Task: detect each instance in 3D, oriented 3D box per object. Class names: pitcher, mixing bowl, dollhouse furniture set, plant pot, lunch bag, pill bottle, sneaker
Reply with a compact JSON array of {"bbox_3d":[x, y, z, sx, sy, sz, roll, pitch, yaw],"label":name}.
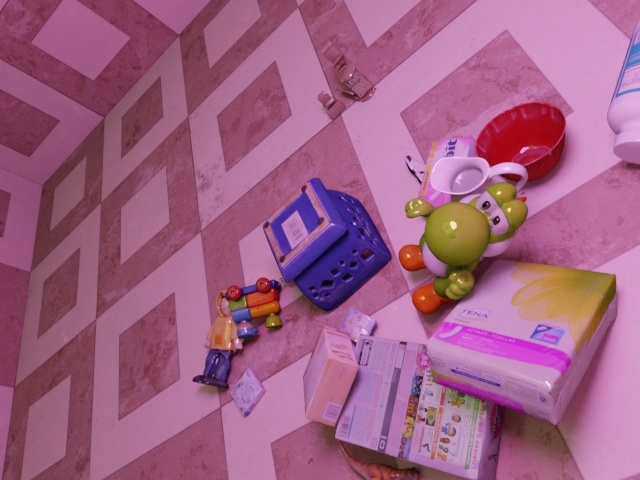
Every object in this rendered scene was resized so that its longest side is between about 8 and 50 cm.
[{"bbox_3d":[0.342,-0.091,1.071,0.178,0.207,0.125,0,66,38],"label":"pitcher"},{"bbox_3d":[0.429,-0.190,1.111,0.182,0.098,0.181,-24,43,25],"label":"mixing bowl"},{"bbox_3d":[0.041,-0.456,1.564,0.161,0.182,0.101,-44,46,17],"label":"dollhouse furniture set"},{"bbox_3d":[0.000,0.000,1.339,0.236,0.212,0.236,-41,47,16],"label":"plant pot"},{"bbox_3d":[0.093,0.207,1.264,0.083,0.053,0.071,16,78,56],"label":"lunch bag"},{"bbox_3d":[0.614,-0.274,0.960,0.146,0.146,0.263,13,79,46],"label":"pill bottle"},{"bbox_3d":[0.249,-0.180,1.337,0.044,0.040,0.109,-34,51,4],"label":"sneaker"}]

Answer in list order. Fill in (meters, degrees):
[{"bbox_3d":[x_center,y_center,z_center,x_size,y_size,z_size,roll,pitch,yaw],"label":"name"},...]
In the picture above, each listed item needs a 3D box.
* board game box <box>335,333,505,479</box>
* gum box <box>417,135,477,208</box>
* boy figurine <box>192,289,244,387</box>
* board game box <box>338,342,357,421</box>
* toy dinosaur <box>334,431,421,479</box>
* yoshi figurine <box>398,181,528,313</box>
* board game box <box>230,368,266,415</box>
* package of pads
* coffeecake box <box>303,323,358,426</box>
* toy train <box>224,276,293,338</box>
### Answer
[{"bbox_3d":[0.199,0.320,1.055,0.304,0.098,0.223,2,70,39],"label":"board game box"},{"bbox_3d":[0.300,-0.141,1.244,0.107,0.062,0.188,1,70,44],"label":"gum box"},{"bbox_3d":[-0.278,0.280,1.545,0.177,0.092,0.285,-3,70,49],"label":"boy figurine"},{"bbox_3d":[0.067,0.331,1.240,0.103,0.026,0.154,-38,47,22],"label":"board game box"},{"bbox_3d":[0.110,0.487,1.107,0.212,0.064,0.112,2,52,34],"label":"toy dinosaur"},{"bbox_3d":[0.236,0.014,1.006,0.203,0.204,0.362,-60,-2,-28],"label":"yoshi figurine"},{"bbox_3d":[-0.198,0.412,1.450,0.090,0.020,0.090,-55,43,7],"label":"board game box"},{"bbox_3d":[0.346,0.154,0.924,0.229,0.101,0.297,9,38,45],"label":"package of pads"},{"bbox_3d":[0.017,0.285,1.155,0.185,0.068,0.142,-106,35,-77],"label":"coffeecake box"},{"bbox_3d":[-0.132,0.177,1.473,0.248,0.105,0.143,-15,73,11],"label":"toy train"}]
